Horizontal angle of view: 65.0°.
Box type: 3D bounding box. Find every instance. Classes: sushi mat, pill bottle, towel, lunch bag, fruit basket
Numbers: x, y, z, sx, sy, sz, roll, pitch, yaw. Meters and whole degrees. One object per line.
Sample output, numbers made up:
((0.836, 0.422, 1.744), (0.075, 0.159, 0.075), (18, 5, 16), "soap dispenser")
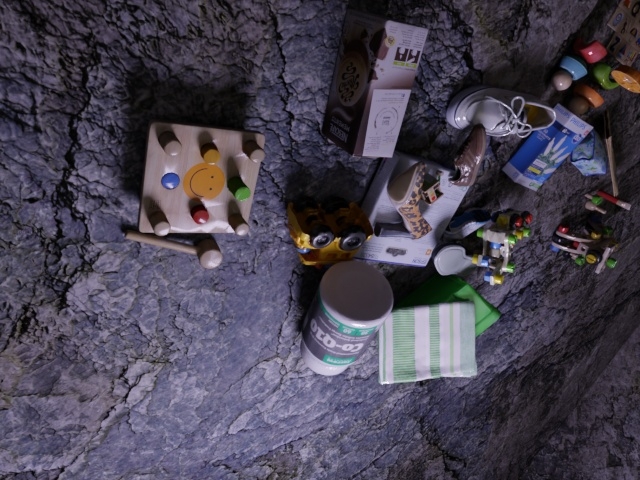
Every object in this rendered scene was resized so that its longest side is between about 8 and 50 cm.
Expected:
((1.054, -0.311, 1.819), (0.316, 0.019, 0.151), (49, 45, -42), "sushi mat")
((0.059, 0.237, 1.441), (0.204, 0.204, 0.361), (-13, 147, -24), "pill bottle")
((0.339, 0.326, 1.591), (0.325, 0.038, 0.247), (-4, 94, -9), "towel")
((0.940, -0.320, 1.752), (0.129, 0.096, 0.151), (23, 76, -40), "lunch bag")
((0.430, 0.329, 1.772), (0.392, 0.283, 0.391), (-5, 108, -17), "fruit basket")

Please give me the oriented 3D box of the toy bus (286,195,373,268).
((0.000, 0.000, 1.365), (0.220, 0.149, 0.211), (0, 135, -30), "toy bus")

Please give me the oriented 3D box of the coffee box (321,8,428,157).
((0.116, -0.360, 1.166), (0.119, 0.168, 0.297), (-4, 121, -30), "coffee box")

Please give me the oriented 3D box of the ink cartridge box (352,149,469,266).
((0.263, -0.085, 1.505), (0.324, 0.071, 0.330), (9, 117, -37), "ink cartridge box")

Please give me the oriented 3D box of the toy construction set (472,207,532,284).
((0.600, 0.007, 1.645), (0.328, 0.151, 0.214), (-22, 119, -63), "toy construction set")

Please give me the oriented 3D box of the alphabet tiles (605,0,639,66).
((1.039, -0.740, 1.591), (0.285, 0.011, 0.342), (11, 113, -36), "alphabet tiles")

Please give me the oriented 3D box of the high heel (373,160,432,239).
((0.273, -0.108, 1.380), (0.186, 0.093, 0.261), (0, 135, -27), "high heel")

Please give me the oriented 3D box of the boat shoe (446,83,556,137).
((0.540, -0.354, 1.438), (0.367, 0.156, 0.135), (-4, 121, -30), "boat shoe")

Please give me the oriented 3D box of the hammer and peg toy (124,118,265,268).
((-0.280, -0.084, 1.129), (0.266, 0.127, 0.361), (0, 119, -32), "hammer and peg toy")

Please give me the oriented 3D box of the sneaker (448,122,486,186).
((0.410, -0.235, 1.408), (0.071, 0.066, 0.188), (-1, 122, -8), "sneaker")

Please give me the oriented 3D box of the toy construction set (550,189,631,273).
((1.089, -0.017, 1.945), (0.258, 0.237, 0.308), (11, 113, -36), "toy construction set")

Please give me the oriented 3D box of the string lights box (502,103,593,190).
((0.726, -0.294, 1.613), (0.133, 0.076, 0.259), (12, 126, -36), "string lights box")

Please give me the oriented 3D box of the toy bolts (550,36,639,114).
((0.818, -0.476, 1.518), (0.229, 0.218, 0.158), (34, 106, -23), "toy bolts")

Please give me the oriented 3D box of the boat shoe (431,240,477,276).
((0.422, 0.051, 1.637), (0.114, 0.091, 0.303), (-48, 147, 12), "boat shoe")

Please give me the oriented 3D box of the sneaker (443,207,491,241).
((0.483, -0.048, 1.676), (0.191, 0.071, 0.082), (-19, 141, -17), "sneaker")

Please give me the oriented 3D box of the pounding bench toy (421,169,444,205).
((0.318, -0.151, 1.413), (0.083, 0.052, 0.065), (-38, 133, -4), "pounding bench toy")
